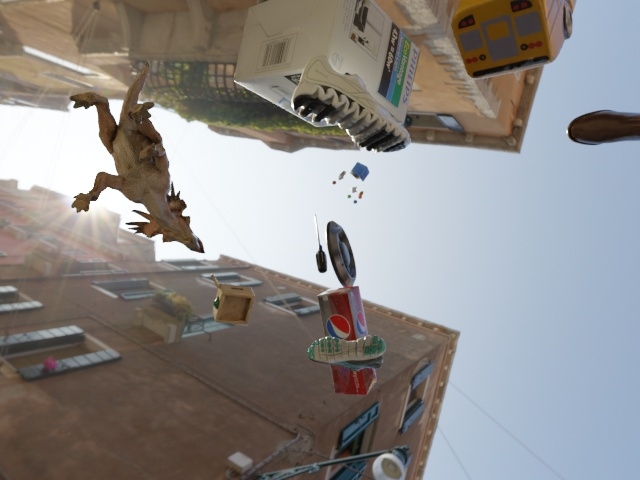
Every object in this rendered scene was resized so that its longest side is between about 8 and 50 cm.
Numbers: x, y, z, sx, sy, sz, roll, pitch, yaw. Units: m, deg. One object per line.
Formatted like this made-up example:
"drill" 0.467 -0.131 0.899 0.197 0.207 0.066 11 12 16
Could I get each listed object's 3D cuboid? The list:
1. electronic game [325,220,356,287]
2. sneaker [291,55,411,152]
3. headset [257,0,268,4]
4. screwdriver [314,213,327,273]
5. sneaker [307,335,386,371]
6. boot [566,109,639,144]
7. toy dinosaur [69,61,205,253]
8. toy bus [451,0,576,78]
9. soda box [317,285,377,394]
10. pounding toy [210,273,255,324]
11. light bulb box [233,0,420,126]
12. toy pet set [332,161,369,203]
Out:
"electronic game" 0.066 0.046 1.310 0.048 0.229 0.229 -17 -100 15
"sneaker" 0.082 -0.276 0.841 0.110 0.292 0.118 -13 -118 53
"headset" -0.044 -0.762 1.278 0.394 0.243 0.185 17 -60 58
"screwdriver" 0.000 0.000 0.862 0.025 0.024 0.169 -16 -133 16
"sneaker" 0.056 0.248 0.852 0.167 0.065 0.076 -3 -55 12
"boot" 0.314 -0.110 0.382 0.107 0.114 0.037 -4 -77 7
"toy dinosaur" -0.285 -0.119 0.648 0.127 0.200 0.295 -11 -100 -2
"toy bus" 0.293 -0.367 0.567 0.108 0.130 0.332 3 -124 43
"soda box" 0.071 0.255 1.039 0.092 0.083 0.263 -9 -87 26
"pounding toy" -0.309 0.199 1.366 0.100 0.141 0.130 42 -62 61
"light bulb box" 0.023 -0.488 1.126 0.358 0.361 0.225 12 -91 42
"toy pet set" 0.126 -0.208 1.424 0.114 0.122 0.065 -54 -161 -8
